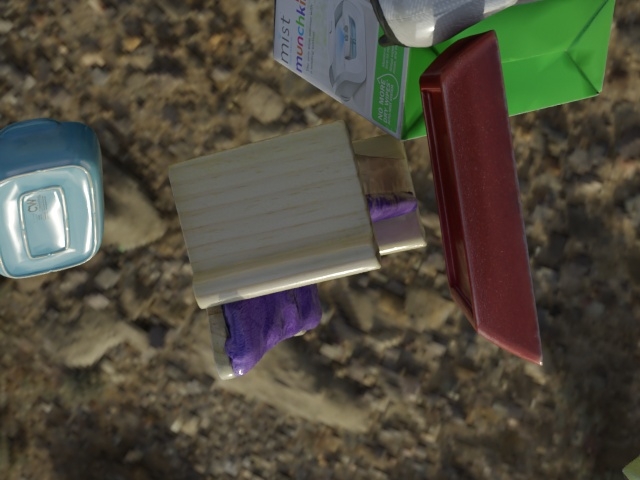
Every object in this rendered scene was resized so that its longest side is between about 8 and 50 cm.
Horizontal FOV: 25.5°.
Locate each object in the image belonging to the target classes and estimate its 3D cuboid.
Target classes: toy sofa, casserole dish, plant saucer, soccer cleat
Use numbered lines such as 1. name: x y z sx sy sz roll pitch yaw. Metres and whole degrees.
1. toy sofa: 0.000 0.000 1.231 0.150 0.362 0.177 -13 90 10
2. casserole dish: -0.232 -0.027 1.169 0.114 0.037 0.188 -14 146 -15
3. plant saucer: 0.127 -0.040 1.183 0.047 0.258 0.259 -10 96 0
4. soccer cleat: 0.132 -0.270 1.198 0.143 0.331 0.116 -13 125 26

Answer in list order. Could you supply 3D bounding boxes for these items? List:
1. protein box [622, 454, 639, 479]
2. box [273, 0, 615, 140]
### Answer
1. protein box: 0.292 0.132 0.643 0.200 0.201 0.136 21 139 60
2. box: 0.121 -0.217 1.433 0.231 0.262 0.127 40 135 46
